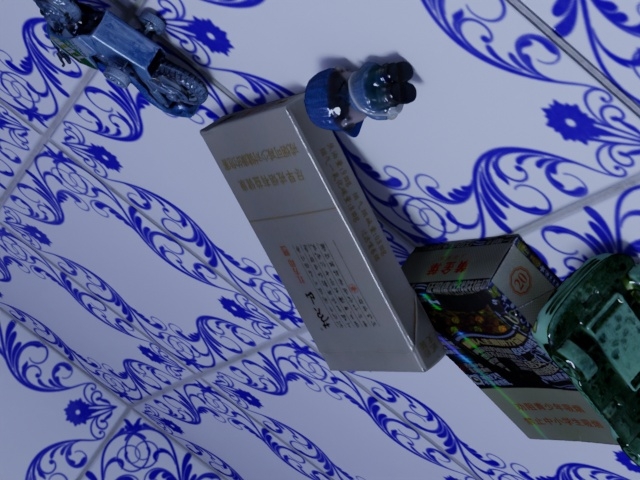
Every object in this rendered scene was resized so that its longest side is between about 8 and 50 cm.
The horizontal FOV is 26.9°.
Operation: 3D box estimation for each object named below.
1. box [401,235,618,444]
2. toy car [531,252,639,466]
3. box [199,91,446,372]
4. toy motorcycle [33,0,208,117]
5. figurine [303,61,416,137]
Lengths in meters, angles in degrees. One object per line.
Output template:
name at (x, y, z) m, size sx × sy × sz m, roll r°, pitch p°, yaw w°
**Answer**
box at (0.251, 0.130, 1.656) m, size 0.310 × 0.084 × 0.198 m, roll 45°, pitch 154°, yaw -22°
toy car at (0.340, 0.136, 1.508) m, size 0.306 × 0.136 × 0.125 m, roll 49°, pitch 170°, yaw -33°
box at (0.001, 0.000, 1.646) m, size 0.204 × 0.051 × 0.365 m, roll -7°, pitch 114°, yaw 55°
toy motorcycle at (-0.248, -0.229, 1.623) m, size 0.254 × 0.092 × 0.135 m, roll 32°, pitch 166°, yaw -18°
figurine at (0.037, -0.152, 1.425) m, size 0.136 × 0.079 × 0.077 m, roll -10°, pitch 89°, yaw 63°
